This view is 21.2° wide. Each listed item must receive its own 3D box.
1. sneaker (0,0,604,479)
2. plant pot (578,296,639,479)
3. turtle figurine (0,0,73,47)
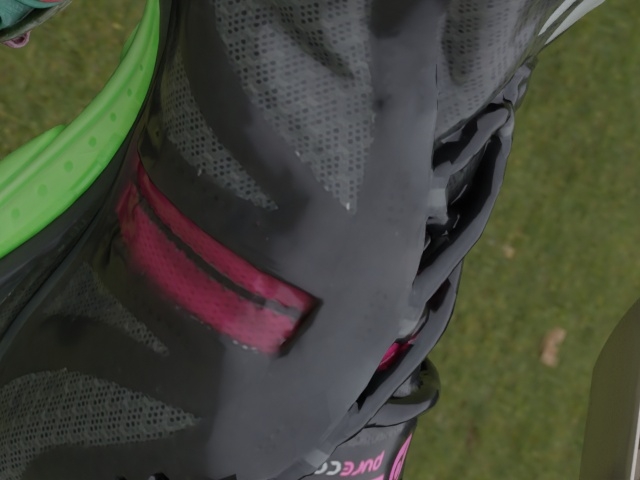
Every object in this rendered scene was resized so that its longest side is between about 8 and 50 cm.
[{"bbox_3d":[0.000,0.000,0.592,0.185,0.202,0.483,-8,152,-40],"label":"sneaker"},{"bbox_3d":[0.184,0.093,0.841,0.109,0.096,0.109,15,71,-13],"label":"plant pot"},{"bbox_3d":[-0.168,-0.139,0.785,0.175,0.234,0.118,-51,119,-19],"label":"turtle figurine"}]
